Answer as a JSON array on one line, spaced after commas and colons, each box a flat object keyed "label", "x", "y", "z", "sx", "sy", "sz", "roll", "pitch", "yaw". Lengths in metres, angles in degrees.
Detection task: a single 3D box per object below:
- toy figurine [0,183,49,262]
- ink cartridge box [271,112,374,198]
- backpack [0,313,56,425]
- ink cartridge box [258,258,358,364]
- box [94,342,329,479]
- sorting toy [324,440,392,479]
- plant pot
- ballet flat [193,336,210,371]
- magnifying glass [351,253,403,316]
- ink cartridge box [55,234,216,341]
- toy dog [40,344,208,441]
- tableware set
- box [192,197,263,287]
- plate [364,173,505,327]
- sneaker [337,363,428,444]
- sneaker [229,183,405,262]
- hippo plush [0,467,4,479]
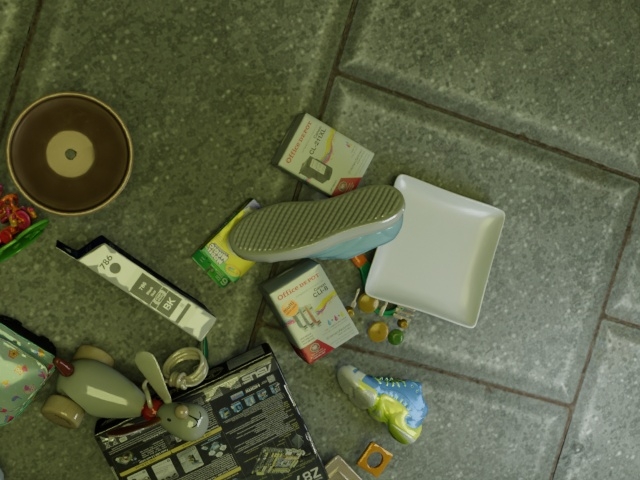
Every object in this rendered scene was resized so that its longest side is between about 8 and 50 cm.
[{"label": "toy figurine", "x": -0.617, "y": -0.058, "z": 1.746, "sx": 0.159, "sy": 0.173, "sz": 0.130, "roll": 56, "pitch": 37, "yaw": -2}, {"label": "ink cartridge box", "x": 0.003, "y": -0.172, "z": 1.931, "sx": 0.175, "sy": 0.072, "sz": 0.127, "roll": 29, "pitch": 89, "yaw": -16}, {"label": "backpack", "x": -0.620, "y": 0.263, "z": 1.774, "sx": 0.166, "sy": 0.144, "sz": 0.188, "roll": 36, "pitch": 93, "yaw": -20}, {"label": "ink cartridge box", "x": -0.028, "y": 0.143, "z": 1.925, "sx": 0.128, "sy": 0.127, "sz": 0.176, "roll": -32, "pitch": 101, "yaw": -9}, {"label": "box", "x": -0.220, "y": 0.437, "z": 1.897, "sx": 0.395, "sy": 0.097, "sz": 0.318, "roll": -25, "pitch": 103, "yaw": -6}, {"label": "sorting toy", "x": 0.028, "y": 0.591, "z": 2.028, "sx": 0.347, "sy": 0.047, "sz": 0.196, "roll": -43, "pitch": 109, "yaw": -7}, {"label": "plant pot", "x": -0.485, "y": -0.168, "z": 1.782, "sx": 0.237, "sy": 0.110, "sz": 0.237, "roll": -2, "pitch": 97, "yaw": -14}, {"label": "ballet flat", "x": -0.251, "y": 0.256, "z": 1.924, "sx": 0.041, "sy": 0.041, "sz": 0.114, "roll": -11, "pitch": 97, "yaw": -14}, {"label": "magnifying glass", "x": 0.106, "y": 0.070, "z": 2.009, "sx": 0.092, "sy": 0.026, "sz": 0.231, "roll": -40, "pitch": 106, "yaw": -8}, {"label": "ink cartridge box", "x": -0.365, "y": 0.075, "z": 1.809, "sx": 0.332, "sy": 0.165, "sz": 0.065, "roll": 35, "pitch": 86, "yaw": -17}, {"label": "toy dog", "x": -0.387, "y": 0.285, "z": 1.757, "sx": 0.333, "sy": 0.161, "sz": 0.220, "roll": -6, "pitch": 57, "yaw": 7}, {"label": "tableware set", "x": 0.125, "y": 0.169, "z": 2.003, "sx": 0.154, "sy": 0.024, "sz": 0.104, "roll": 20, "pitch": 97, "yaw": -17}, {"label": "box", "x": -0.173, "y": 0.008, "z": 1.918, "sx": 0.179, "sy": 0.043, "sz": 0.105, "roll": -45, "pitch": 105, "yaw": -5}, {"label": "plate", "x": 0.249, "y": 0.025, "z": 2.017, "sx": 0.278, "sy": 0.045, "sz": 0.277, "roll": 18, "pitch": 84, "yaw": -16}, {"label": "sneaker", "x": 0.145, "y": 0.333, "z": 2.024, "sx": 0.240, "sy": 0.091, "sz": 0.126, "roll": 48, "pitch": 64, "yaw": -14}, {"label": "sneaker", "x": 0.000, "y": 0.000, "z": 1.889, "sx": 0.366, "sy": 0.135, "sz": 0.150, "roll": -11, "pitch": 141, "yaw": -3}, {"label": "hippo plush", "x": -0.675, "y": 0.567, "z": 1.784, "sx": 0.294, "sy": 0.234, "sz": 0.236, "roll": -38, "pitch": 73, "yaw": -23}]
